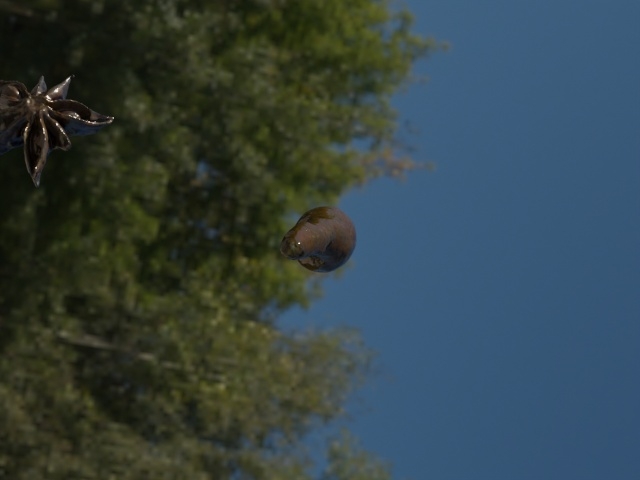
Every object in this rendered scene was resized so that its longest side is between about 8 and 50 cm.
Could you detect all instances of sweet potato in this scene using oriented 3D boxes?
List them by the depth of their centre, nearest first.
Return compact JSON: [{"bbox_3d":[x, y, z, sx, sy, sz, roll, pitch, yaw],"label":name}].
[{"bbox_3d":[0.001,0.000,1.678,0.269,0.074,0.075,-22,125,-83],"label":"sweet potato"}]

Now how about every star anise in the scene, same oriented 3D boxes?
[{"bbox_3d":[-0.287,-0.125,1.497,0.124,0.129,0.056,-46,164,-28],"label":"star anise"}]
